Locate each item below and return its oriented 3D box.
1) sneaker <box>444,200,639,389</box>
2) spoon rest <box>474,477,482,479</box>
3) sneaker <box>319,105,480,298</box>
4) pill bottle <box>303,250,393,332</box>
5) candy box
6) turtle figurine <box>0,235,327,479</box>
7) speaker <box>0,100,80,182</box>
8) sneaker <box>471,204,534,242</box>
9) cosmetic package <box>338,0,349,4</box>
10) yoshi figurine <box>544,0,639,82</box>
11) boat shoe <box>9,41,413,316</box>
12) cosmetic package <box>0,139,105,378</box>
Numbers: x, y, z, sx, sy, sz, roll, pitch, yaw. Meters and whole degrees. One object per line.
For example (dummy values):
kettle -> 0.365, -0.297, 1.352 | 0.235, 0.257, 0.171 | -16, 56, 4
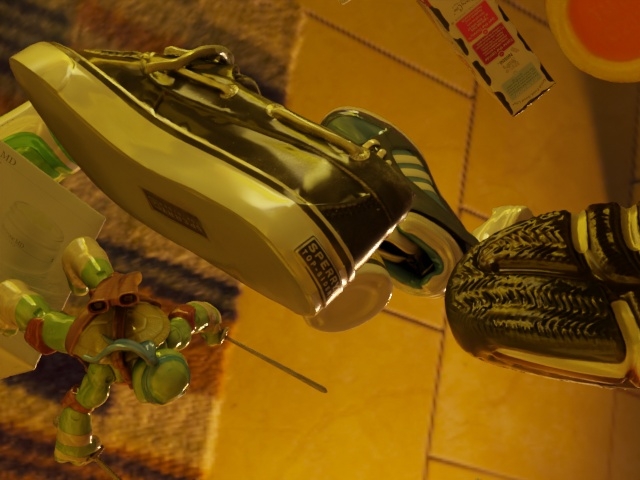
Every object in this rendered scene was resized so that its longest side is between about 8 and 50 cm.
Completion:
sneaker -> 0.199, 0.070, 0.491 | 0.106, 0.281, 0.163 | -80, 165, -53
spoon rest -> 0.159, 0.458, 1.530 | 0.137, 0.276, 0.084 | 33, 19, 10
sneaker -> 0.091, -0.058, 1.557 | 0.323, 0.130, 0.236 | 51, 18, 4
pill bottle -> 0.000, 0.000, 0.757 | 0.065, 0.065, 0.116 | 5, 45, -35
candy box -> 0.180, -0.279, 1.377 | 0.071, 0.159, 0.233 | -39, 112, 9
turtle figurine -> -0.195, 0.128, 1.102 | 0.198, 0.266, 0.274 | -56, 139, 0
speaker -> -0.486, -0.106, 1.638 | 0.131, 0.296, 0.131 | 61, 9, -17
sneaker -> 0.277, 0.025, 1.880 | 0.212, 0.094, 0.080 | -51, 128, -24
cosmetic package -> 0.158, -0.372, 0.861 | 0.097, 0.377, 0.284 | 47, 55, -14
yoshi figurine -> 0.156, -0.225, 0.446 | 0.362, 0.203, 0.204 | -57, 142, -48
boat shoe -> -0.075, -0.067, 0.679 | 0.105, 0.306, 0.113 | -43, 136, -20
cosmetic package -> -0.411, 0.012, 1.302 | 0.224, 0.138, 0.225 | 40, 51, -30
